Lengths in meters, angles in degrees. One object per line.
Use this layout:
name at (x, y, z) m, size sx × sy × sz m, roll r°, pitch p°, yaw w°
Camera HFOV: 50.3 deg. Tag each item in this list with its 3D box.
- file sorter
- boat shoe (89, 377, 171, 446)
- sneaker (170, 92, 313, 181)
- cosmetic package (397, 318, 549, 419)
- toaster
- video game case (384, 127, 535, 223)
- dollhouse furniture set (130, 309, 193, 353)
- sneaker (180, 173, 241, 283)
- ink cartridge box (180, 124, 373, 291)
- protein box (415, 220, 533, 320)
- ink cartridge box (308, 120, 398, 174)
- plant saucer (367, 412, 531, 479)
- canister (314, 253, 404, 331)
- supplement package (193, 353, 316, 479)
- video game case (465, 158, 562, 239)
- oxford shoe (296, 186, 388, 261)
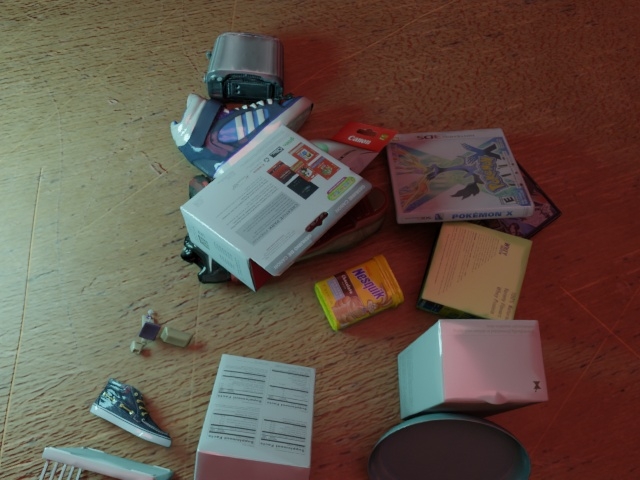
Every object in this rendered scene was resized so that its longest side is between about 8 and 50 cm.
file sorter at (-0.404, 0.488, 1.252) m, size 0.192 × 0.278 × 0.173 m, roll 16°, pitch 73°, yaw 0°
boat shoe at (-0.379, 0.355, 1.412) m, size 0.183 × 0.065 × 0.083 m, roll 25°, pitch 70°, yaw 4°
sneaker at (-0.203, -0.303, 1.643) m, size 0.323 × 0.130 × 0.236 m, roll -42°, pitch 83°, yaw -13°
cosmetic package at (0.284, 0.270, 1.359) m, size 0.196 × 0.365 × 0.155 m, roll 2°, pitch 69°, yaw -7°
toaster at (-0.173, -0.427, 1.696) m, size 0.226 × 0.129 × 0.147 m, roll 3°, pitch 67°, yaw -4°
video game case at (0.312, -0.159, 1.598) m, size 0.299 × 0.036 × 0.329 m, roll -3°, pitch 41°, yaw 1°
dollhouse furniture set at (-0.347, 0.206, 1.503) m, size 0.114 × 0.091 × 0.081 m, roll 21°, pitch 24°, yaw -22°
sneaker at (-0.264, -0.021, 1.549) m, size 0.135 × 0.098 × 0.276 m, roll -17°, pitch 74°, yaw -15°
ink cartridge box at (-0.083, -0.057, 1.436) m, size 0.271 × 0.130 × 0.309 m, roll 36°, pitch 63°, yaw 25°
protein box at (0.342, 0.080, 1.539) m, size 0.201 × 0.136 × 0.200 m, roll 17°, pitch 76°, yaw 6°
ink cartridge box at (0.049, -0.221, 1.633) m, size 0.181 × 0.056 × 0.225 m, roll 23°, pitch 64°, yaw 45°
plant saucer at (0.251, 0.438, 1.350) m, size 0.317 × 0.318 × 0.044 m, roll 11°, pitch 38°, yaw -2°
canister at (0.086, 0.120, 1.550) m, size 0.169 × 0.073 × 0.126 m, roll -22°, pitch 73°, yaw -12°
supplement package at (-0.122, 0.387, 1.296) m, size 0.197 × 0.199 × 0.263 m, roll 9°, pitch 28°, yaw -3°
video game case at (0.419, -0.103, 1.691) m, size 0.248 × 0.035 × 0.275 m, roll -33°, pitch 76°, yaw -17°
oxford shoe at (0.000, 0.000, 1.551) m, size 0.348 × 0.130 × 0.123 m, roll -20°, pitch 53°, yaw -10°
